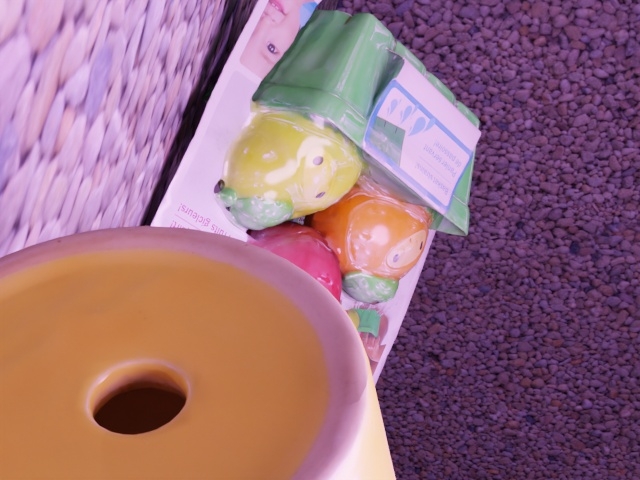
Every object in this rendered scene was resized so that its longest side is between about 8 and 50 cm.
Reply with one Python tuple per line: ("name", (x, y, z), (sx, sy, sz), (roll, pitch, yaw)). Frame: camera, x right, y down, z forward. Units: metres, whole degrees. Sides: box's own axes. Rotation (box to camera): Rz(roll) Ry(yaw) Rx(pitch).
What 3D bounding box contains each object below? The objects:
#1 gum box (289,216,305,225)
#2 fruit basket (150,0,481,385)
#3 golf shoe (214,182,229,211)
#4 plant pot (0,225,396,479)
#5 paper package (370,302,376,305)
("gum box", (-0.079, 0.004, 1.245), (0.157, 0.041, 0.184), (19, -90, 48))
("fruit basket", (0.000, 0.000, 0.942), (0.327, 0.165, 0.353), (35, 69, -45))
("golf shoe", (-0.100, -0.024, 1.140), (0.186, 0.067, 0.086), (111, 0, -56))
("plant pot", (-0.064, 0.136, 0.428), (0.254, 0.254, 0.239), (-72, 167, -51))
("paper package", (-0.040, 0.051, 1.686), (0.309, 0.168, 0.325), (-101, -156, -45))
